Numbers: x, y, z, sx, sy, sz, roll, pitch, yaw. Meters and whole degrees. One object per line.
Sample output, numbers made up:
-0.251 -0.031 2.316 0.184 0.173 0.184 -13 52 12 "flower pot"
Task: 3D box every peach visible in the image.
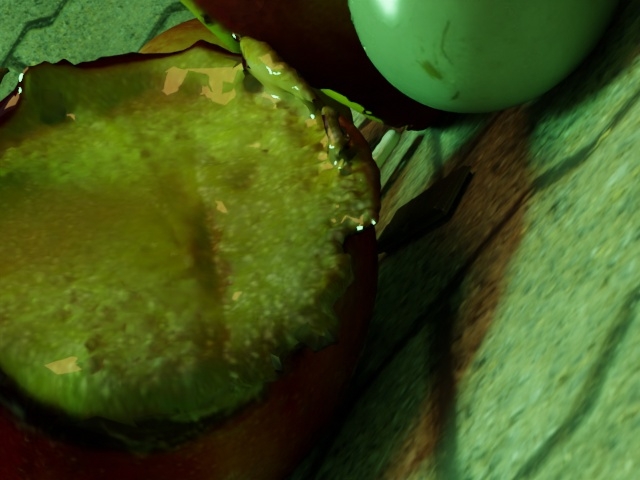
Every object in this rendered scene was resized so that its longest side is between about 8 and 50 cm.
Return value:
0.020 -0.259 1.179 0.242 0.306 0.380 -49 -29 9 "peach"
-0.116 0.033 0.961 0.339 0.353 0.416 -11 7 1 "peach"

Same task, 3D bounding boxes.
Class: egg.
0.120 -0.210 0.949 0.203 0.203 0.283 -44 17 51 "egg"

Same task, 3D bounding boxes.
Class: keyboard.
0.083 -0.023 1.080 0.049 0.015 0.129 -55 8 -25 "keyboard"

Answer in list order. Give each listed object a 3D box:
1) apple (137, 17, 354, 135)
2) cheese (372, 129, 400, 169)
-0.097 -0.106 1.445 0.233 0.286 0.286 -23 30 40 "apple"
0.000 0.000 1.283 0.255 0.050 0.127 -56 10 0 "cheese"
